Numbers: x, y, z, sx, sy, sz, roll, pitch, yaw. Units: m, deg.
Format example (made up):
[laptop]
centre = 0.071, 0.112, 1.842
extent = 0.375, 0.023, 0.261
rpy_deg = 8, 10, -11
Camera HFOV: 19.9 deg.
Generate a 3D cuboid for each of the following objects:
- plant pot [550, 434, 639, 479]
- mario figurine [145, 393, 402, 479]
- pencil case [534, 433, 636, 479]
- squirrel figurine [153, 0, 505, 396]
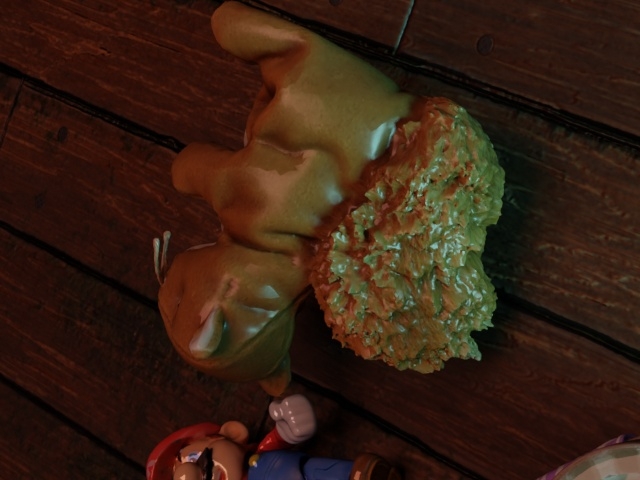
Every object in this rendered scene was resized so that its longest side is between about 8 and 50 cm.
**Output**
[plant pot]
centre = 0.305, 0.296, 1.584
extent = 0.323, 0.280, 0.323
rpy_deg = -9, 67, 21
[mario figurine]
centre = -0.079, 0.288, 2.085
extent = 0.320, 0.170, 0.198
rpy_deg = 6, 50, 35
[pencil case]
centre = 0.254, 0.274, 1.851
extent = 0.206, 0.086, 0.088
rpy_deg = -37, 45, 31
[squirrel figurine]
centre = 0.000, 0.000, 1.983
extent = 0.397, 0.281, 0.370
rpy_deg = 24, 81, 29
